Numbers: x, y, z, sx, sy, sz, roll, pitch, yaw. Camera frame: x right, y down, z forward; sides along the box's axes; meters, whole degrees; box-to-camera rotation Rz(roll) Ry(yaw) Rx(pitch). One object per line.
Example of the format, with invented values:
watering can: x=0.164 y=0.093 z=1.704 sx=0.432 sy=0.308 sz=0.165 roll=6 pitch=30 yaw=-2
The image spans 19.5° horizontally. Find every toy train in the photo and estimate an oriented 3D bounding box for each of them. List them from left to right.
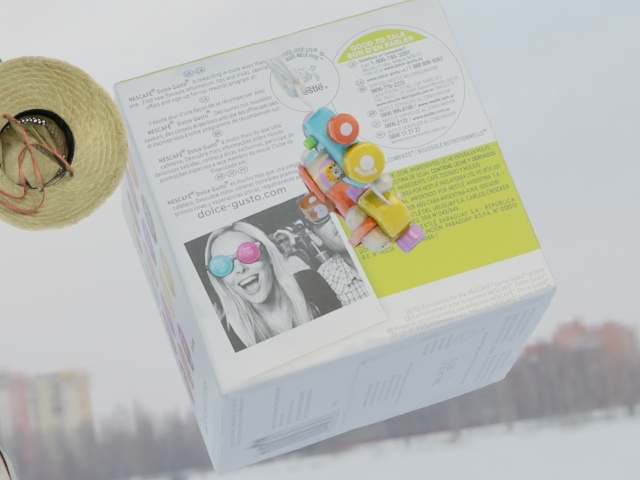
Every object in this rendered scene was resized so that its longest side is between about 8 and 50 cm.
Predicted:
toy train: x=0.003 y=-0.041 z=1.189 sx=0.046 sy=0.125 sz=0.166 roll=-44 pitch=-32 yaw=-10

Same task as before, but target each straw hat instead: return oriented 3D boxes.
straw hat: x=-0.226 y=-0.067 z=1.441 sx=0.144 sy=0.144 sz=0.061 roll=-5 pitch=-14 yaw=-28

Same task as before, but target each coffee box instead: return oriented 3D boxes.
coffee box: x=0.000 y=0.000 z=1.885 sx=0.338 sy=0.334 sz=0.337 roll=-18 pitch=-17 yaw=-11

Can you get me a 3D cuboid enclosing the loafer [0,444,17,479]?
loafer: x=-0.230 y=0.134 z=1.183 sx=0.039 sy=0.125 sz=0.045 roll=-3 pitch=-38 yaw=-40

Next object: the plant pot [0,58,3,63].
plant pot: x=-0.342 y=-0.138 z=1.707 sx=0.083 sy=0.079 sz=0.083 roll=12 pitch=-12 yaw=3
